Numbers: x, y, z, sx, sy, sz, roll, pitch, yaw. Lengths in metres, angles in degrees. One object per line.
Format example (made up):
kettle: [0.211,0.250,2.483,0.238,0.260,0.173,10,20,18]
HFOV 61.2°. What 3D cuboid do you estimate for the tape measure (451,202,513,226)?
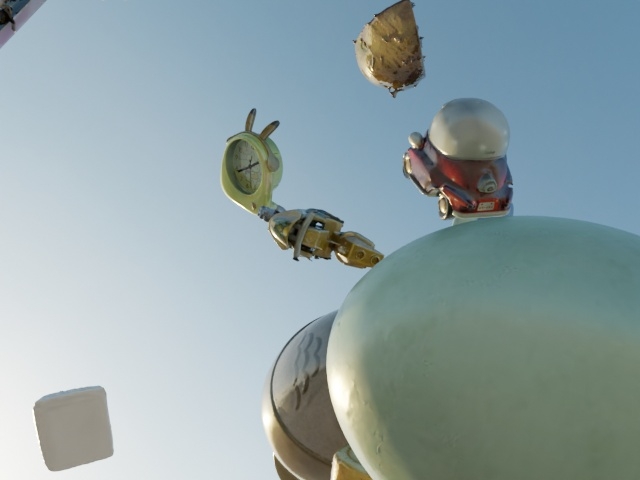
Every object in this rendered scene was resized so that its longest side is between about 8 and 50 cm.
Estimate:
tape measure: [0.317,-0.043,1.021,0.098,0.351,0.215,13,-11,23]

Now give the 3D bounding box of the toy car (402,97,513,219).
toy car: [0.161,-0.097,0.589,0.112,0.139,0.112,-4,-48,-12]

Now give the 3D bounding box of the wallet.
wallet: [-0.451,0.345,0.996,0.124,0.032,0.182,-8,-62,-21]

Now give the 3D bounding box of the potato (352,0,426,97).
potato: [0.100,-0.250,0.755,0.101,0.172,0.089,-9,-92,12]

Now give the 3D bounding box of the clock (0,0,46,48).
clock: [-0.522,-0.359,0.746,0.253,0.186,0.083,31,-21,-4]

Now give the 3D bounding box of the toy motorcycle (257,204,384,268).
toy motorcycle: [0.000,-0.001,0.906,0.229,0.130,0.093,21,-85,-7]

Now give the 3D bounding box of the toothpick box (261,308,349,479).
toothpick box: [0.075,0.373,1.260,0.409,0.408,0.425,35,-48,-18]

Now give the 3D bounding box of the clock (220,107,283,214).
clock: [-0.156,-0.187,1.285,0.170,0.069,0.231,35,-54,32]

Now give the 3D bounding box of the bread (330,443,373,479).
bread: [0.081,0.349,0.789,0.122,0.073,0.149,8,-2,32]

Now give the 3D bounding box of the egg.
egg: [0.193,0.124,0.427,0.389,0.276,0.276,17,-47,-12]
